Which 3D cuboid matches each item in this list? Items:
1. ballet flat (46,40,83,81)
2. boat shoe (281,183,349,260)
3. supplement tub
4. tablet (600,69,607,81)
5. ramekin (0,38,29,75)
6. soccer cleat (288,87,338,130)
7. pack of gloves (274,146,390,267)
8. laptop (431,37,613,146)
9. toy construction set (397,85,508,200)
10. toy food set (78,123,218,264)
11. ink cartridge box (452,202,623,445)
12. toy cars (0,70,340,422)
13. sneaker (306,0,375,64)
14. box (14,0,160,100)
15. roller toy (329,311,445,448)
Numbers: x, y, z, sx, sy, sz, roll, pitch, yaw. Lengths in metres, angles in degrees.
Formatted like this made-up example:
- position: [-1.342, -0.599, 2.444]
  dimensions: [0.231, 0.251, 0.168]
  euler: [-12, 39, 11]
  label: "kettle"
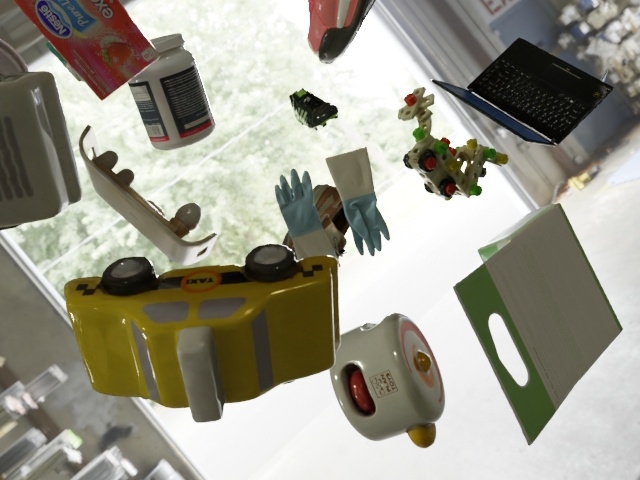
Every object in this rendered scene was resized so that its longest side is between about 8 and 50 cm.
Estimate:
- position: [-0.530, -0.399, 1.335]
  dimensions: [0.083, 0.087, 0.247]
  euler: [-18, -1, 7]
  label: "ballet flat"
- position: [0.000, 0.000, 1.317]
  dimensions: [0.123, 0.116, 0.325]
  euler: [65, -140, -51]
  label: "boat shoe"
- position: [-0.407, -0.397, 1.567]
  dimensions: [0.191, 0.272, 0.191]
  euler: [-12, 27, 6]
  label: "supplement tub"
- position: [0.627, -0.343, 1.313]
  dimensions: [0.083, 0.006, 0.054]
  euler: [-48, -27, -35]
  label: "tablet"
- position: [-0.717, -0.324, 1.190]
  dimensions: [0.109, 0.207, 0.207]
  euler: [-40, 1, 42]
  label: "ramekin"
- position: [-0.020, -0.256, 1.124]
  dimensions: [0.060, 0.072, 0.179]
  euler: [-36, 23, -10]
  label: "soccer cleat"
- position: [0.025, -0.058, 1.156]
  dimensions: [0.194, 0.232, 0.046]
  euler: [-16, 25, 5]
  label: "pack of gloves"
- position: [0.391, -0.301, 1.125]
  dimensions: [0.264, 0.234, 0.137]
  euler: [-43, -28, -7]
  label: "laptop"
- position: [0.317, -0.229, 1.464]
  dimensions: [0.215, 0.327, 0.151]
  euler: [-54, 21, -9]
  label: "toy construction set"
- position: [-0.338, -0.080, 1.152]
  dimensions: [0.092, 0.306, 0.219]
  euler: [-49, 4, -19]
  label: "toy food set"
- position: [0.222, 0.078, 0.619]
  dimensions: [0.235, 0.171, 0.056]
  euler: [-28, 2, -37]
  label: "ink cartridge box"
- position: [-0.156, 0.015, 0.346]
  dimensions: [0.176, 0.393, 0.087]
  euler: [-50, 22, 18]
  label: "toy cars"
- position: [-0.003, -0.305, 0.469]
  dimensions: [0.116, 0.136, 0.314]
  euler: [-67, -13, -51]
  label: "sneaker"
- position: [-0.447, -0.426, 1.064]
  dimensions: [0.142, 0.300, 0.154]
  euler: [-38, 28, -1]
  label: "box"
- position: [0.119, 0.226, 0.974]
  dimensions: [0.146, 0.191, 0.209]
  euler: [-27, 35, 23]
  label: "roller toy"
